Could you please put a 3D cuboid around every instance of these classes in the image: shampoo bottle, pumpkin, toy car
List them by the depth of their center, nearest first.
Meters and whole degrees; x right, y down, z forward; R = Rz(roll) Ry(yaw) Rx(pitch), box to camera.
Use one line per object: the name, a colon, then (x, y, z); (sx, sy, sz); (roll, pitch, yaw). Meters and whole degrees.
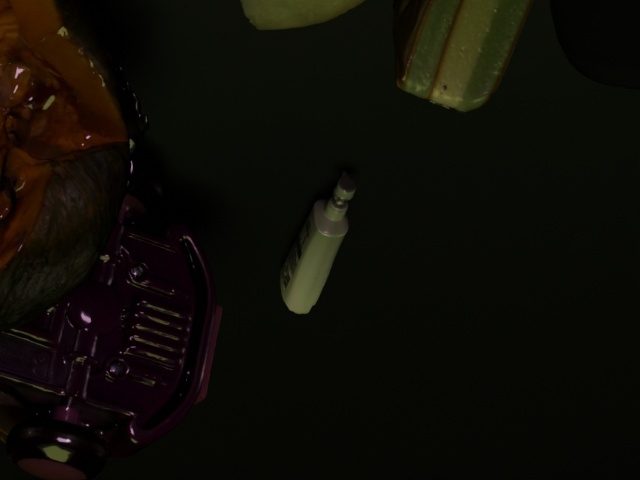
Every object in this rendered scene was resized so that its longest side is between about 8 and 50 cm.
pumpkin: (-0.273, -0.080, 1.244); (0.192, 0.320, 0.320); (-21, 133, 37)
toy car: (-0.272, 0.067, 1.465); (0.340, 0.271, 0.240); (20, 153, -19)
shampoo bottle: (0.000, 0.000, 1.507); (0.034, 0.049, 0.141); (11, 136, -16)

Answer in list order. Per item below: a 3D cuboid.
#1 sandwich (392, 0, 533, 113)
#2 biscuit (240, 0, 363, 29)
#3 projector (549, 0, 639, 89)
sandwich: (0.117, -0.185, 1.248); (0.079, 0.113, 0.163); (18, 135, -16)
biscuit: (-0.012, -0.244, 1.246); (0.188, 0.040, 0.265); (7, 138, -8)
projector: (0.335, -0.287, 1.008); (0.395, 0.242, 0.405); (4, 139, 8)
